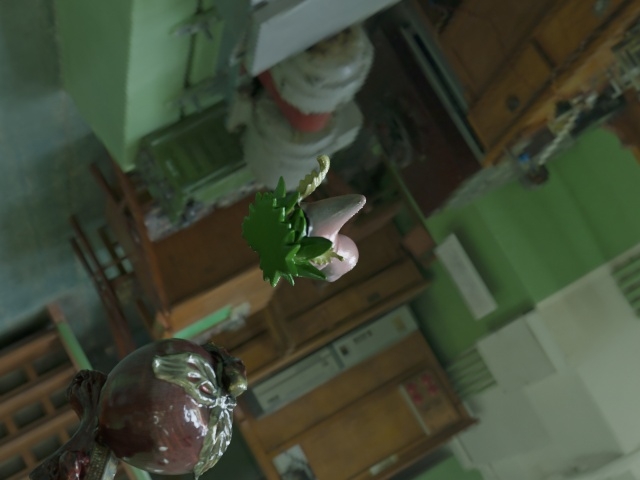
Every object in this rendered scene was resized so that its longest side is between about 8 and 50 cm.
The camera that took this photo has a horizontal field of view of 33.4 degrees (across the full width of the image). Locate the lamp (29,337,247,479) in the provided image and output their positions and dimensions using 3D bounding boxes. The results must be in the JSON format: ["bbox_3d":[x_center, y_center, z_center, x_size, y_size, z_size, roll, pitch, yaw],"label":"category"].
[{"bbox_3d":[-0.186,0.206,1.189,0.223,0.151,0.215,-32,-155,26],"label":"lamp"}]

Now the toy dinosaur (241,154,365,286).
[{"bbox_3d":[0.004,0.004,1.432,0.177,0.152,0.194,-6,135,-36],"label":"toy dinosaur"}]
